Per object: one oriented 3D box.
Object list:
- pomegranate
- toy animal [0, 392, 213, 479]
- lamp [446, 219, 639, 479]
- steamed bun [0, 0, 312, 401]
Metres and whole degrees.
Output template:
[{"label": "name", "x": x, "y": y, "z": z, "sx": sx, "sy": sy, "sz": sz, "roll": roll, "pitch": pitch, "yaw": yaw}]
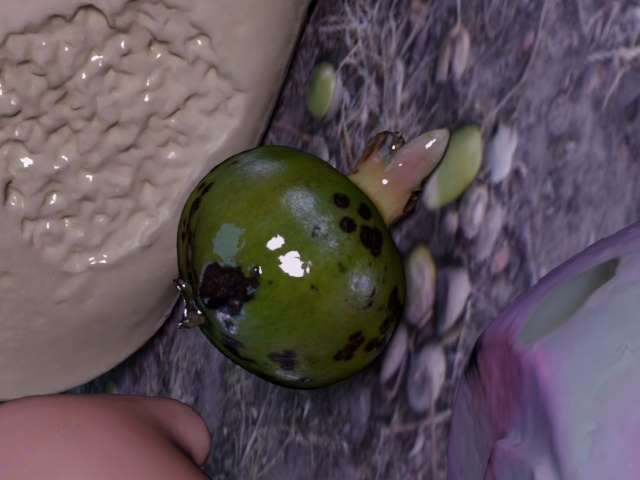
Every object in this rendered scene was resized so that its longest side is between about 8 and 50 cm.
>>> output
[{"label": "pomegranate", "x": 0.000, "y": 0.000, "z": 0.924, "sx": 0.161, "sy": 0.122, "sz": 0.122, "roll": -42, "pitch": 22, "yaw": -11}, {"label": "toy animal", "x": -0.077, "y": 0.210, "z": 0.817, "sx": 0.326, "sy": 0.269, "sz": 0.237, "roll": 38, "pitch": 130, "yaw": 20}, {"label": "lamp", "x": 0.109, "y": 0.128, "z": 0.448, "sx": 0.247, "sy": 0.247, "sz": 0.301, "roll": 94, "pitch": 168, "yaw": -49}, {"label": "steamed bun", "x": -0.207, "y": -0.163, "z": 1.210, "sx": 0.456, "sy": 0.290, "sz": 0.371, "roll": -65, "pitch": 26, "yaw": 26}]
